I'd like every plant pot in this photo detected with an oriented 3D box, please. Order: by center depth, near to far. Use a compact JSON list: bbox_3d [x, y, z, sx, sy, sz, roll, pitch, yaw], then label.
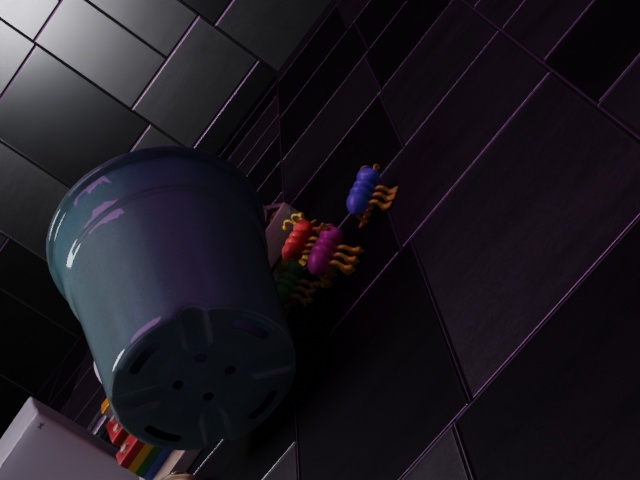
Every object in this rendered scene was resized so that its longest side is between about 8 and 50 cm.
[{"bbox_3d":[-0.199,0.096,1.475,0.341,0.341,0.334,-50,37,18],"label":"plant pot"}]

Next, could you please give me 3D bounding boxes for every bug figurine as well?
[{"bbox_3d":[0.000,0.000,1.603,0.279,0.072,0.216,-38,23,47],"label":"bug figurine"}]

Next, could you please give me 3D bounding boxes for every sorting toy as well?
[{"bbox_3d":[-0.248,0.267,1.711,0.255,0.089,0.257,-55,20,-3],"label":"sorting toy"}]

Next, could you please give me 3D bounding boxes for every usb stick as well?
[{"bbox_3d":[-0.465,0.386,2.262,0.278,0.045,0.077,-56,22,-6],"label":"usb stick"}]

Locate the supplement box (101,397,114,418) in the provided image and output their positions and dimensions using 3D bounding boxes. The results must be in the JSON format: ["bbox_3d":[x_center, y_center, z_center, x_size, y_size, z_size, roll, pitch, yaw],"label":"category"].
[{"bbox_3d":[-0.334,0.301,1.851,0.062,0.098,0.036,-54,20,7],"label":"supplement box"}]

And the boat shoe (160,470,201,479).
[{"bbox_3d":[-0.209,0.357,1.511,0.153,0.056,0.048,-45,21,57],"label":"boat shoe"}]

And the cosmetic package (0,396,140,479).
[{"bbox_3d":[-0.450,0.401,1.826,0.138,0.224,0.225,-58,15,-13],"label":"cosmetic package"}]

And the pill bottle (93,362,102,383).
[{"bbox_3d":[-0.315,0.192,1.877,0.187,0.112,0.112,-43,18,25],"label":"pill bottle"}]

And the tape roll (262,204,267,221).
[{"bbox_3d":[-0.222,0.023,1.986,0.286,0.100,0.286,-50,15,19],"label":"tape roll"}]

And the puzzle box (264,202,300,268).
[{"bbox_3d":[-0.182,0.056,2.087,0.272,0.052,0.409,-59,15,-11],"label":"puzzle box"}]
